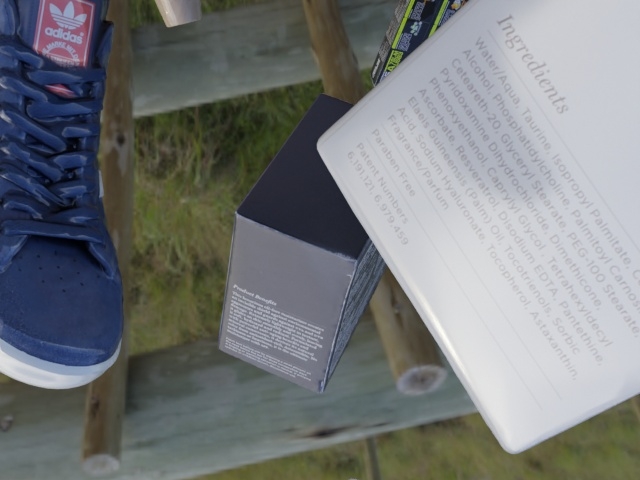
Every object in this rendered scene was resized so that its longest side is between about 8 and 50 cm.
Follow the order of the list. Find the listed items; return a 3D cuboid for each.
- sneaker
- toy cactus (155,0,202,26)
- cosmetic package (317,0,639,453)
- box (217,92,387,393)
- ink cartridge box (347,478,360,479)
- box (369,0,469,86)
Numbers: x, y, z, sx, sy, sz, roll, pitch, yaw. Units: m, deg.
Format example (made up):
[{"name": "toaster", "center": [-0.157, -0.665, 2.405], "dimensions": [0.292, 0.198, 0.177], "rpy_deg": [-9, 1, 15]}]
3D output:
[{"name": "sneaker", "center": [-0.180, -0.086, 0.576], "dimensions": [0.148, 0.350, 0.131], "rpy_deg": [-40, 150, 30]}, {"name": "toy cactus", "center": [-0.155, -0.282, 0.833], "dimensions": [0.112, 0.219, 0.180], "rpy_deg": [-11, 105, 8]}, {"name": "cosmetic package", "center": [0.284, -0.080, 0.798], "dimensions": [0.394, 0.327, 0.329], "rpy_deg": [-39, 167, 37]}, {"name": "box", "center": [0.000, 0.000, 1.342], "dimensions": [0.183, 0.296, 0.294], "rpy_deg": [23, 136, 8]}, {"name": "ink cartridge box", "center": [0.084, 0.404, 0.868], "dimensions": [0.198, 0.270, 0.197], "rpy_deg": [11, 147, 31]}, {"name": "box", "center": [0.194, -0.311, 1.456], "dimensions": [0.184, 0.045, 0.190], "rpy_deg": [9, 130, -16]}]
